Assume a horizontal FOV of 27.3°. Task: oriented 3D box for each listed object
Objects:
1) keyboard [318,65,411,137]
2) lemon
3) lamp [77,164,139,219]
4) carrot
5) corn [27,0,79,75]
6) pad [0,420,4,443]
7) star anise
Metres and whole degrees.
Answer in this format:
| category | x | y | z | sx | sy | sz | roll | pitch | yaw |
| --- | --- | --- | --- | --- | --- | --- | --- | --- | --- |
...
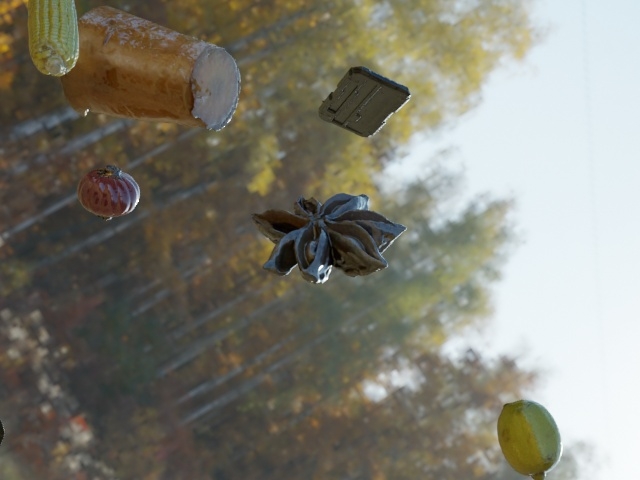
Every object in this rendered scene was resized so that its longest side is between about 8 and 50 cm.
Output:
| category | x | y | z | sx | sy | sz | roll | pitch | yaw |
| --- | --- | --- | --- | --- | --- | --- | --- | --- | --- |
| keyboard | 0.066 | -0.219 | 2.100 | 0.106 | 0.016 | 0.262 | 23 | -15 | -8 |
| lemon | 0.272 | 0.259 | 1.707 | 0.082 | 0.082 | 0.110 | 123 | -53 | -77 |
| lamp | -0.368 | -0.083 | 2.289 | 0.107 | 0.108 | 0.092 | 44 | -54 | 51 |
| carrot | -0.285 | -0.277 | 2.212 | 0.254 | 0.196 | 0.196 | 17 | -35 | 31 |
| corn | -0.361 | -0.299 | 1.776 | 0.067 | 0.067 | 0.206 | 76 | 2 | -52 |
| pad | -0.527 | 0.281 | 1.841 | 0.315 | 0.063 | 0.375 | 35 | -45 | 3 |
| star anise | 0.015 | -0.005 | 1.723 | 0.212 | 0.197 | 0.073 | -109 | -168 | -61 |
